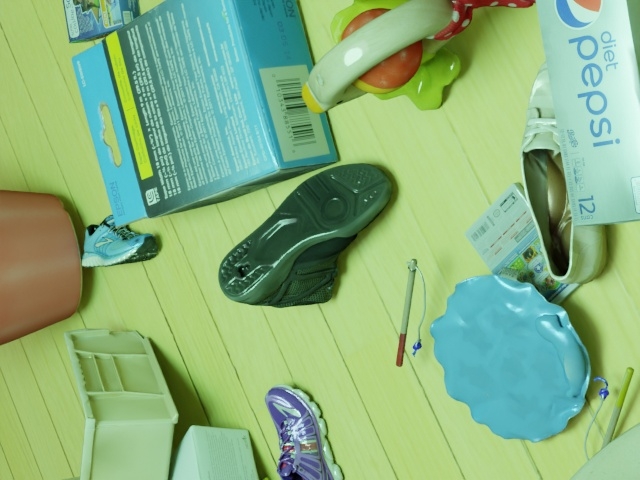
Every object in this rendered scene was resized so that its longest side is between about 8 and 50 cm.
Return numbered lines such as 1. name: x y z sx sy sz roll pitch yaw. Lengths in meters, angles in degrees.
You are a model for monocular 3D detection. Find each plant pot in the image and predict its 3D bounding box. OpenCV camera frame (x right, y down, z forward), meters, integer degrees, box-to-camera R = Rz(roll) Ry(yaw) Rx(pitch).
1. plant pot: -0.501 0.039 1.698 0.275 0.243 0.275 24 119 55

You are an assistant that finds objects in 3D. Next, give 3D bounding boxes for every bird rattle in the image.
1. bird rattle: 0.088 -0.188 1.097 0.143 0.207 0.253 62 155 -6

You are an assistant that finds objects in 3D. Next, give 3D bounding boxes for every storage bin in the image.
1. storage bin: -0.295 0.291 1.602 0.260 0.123 0.262 -129 44 -60

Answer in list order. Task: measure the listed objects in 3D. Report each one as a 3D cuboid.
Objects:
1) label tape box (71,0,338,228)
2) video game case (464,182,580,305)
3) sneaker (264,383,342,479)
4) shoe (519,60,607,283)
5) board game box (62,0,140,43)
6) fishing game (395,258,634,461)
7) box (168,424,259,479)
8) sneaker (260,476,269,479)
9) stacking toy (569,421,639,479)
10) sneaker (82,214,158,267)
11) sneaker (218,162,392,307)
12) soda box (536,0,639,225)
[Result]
1. label tape box: -0.151 -0.168 1.415 0.333 0.106 0.241 -15 89 47
2. video game case: 0.206 0.015 1.164 0.122 0.011 0.087 57 132 20
3. sneaker: -0.028 0.258 1.417 0.068 0.071 0.170 -37 72 44
4. shoe: 0.230 -0.065 1.082 0.076 0.058 0.219 -5 92 44
5. board game box: -0.313 -0.382 1.580 0.136 0.035 0.201 -2 98 46
6. fishing game: 0.194 0.115 1.174 0.264 0.041 0.189 24 124 32
7. box: -0.144 0.314 1.515 0.101 0.087 0.102 -57 35 37
8. sneaker: -0.080 0.353 1.521 0.035 0.031 0.083 40 127 28
9. stacking toy: 0.411 0.365 0.882 0.350 0.350 0.480 -19 102 46
10. sneaker: -0.293 -0.001 1.632 0.162 0.063 0.073 -4 93 46
11. sneaker: 0.000 0.000 1.329 0.227 0.130 0.087 -41 62 13
12. soda box: 0.260 -0.161 1.004 0.091 0.098 0.286 -7 94 47
